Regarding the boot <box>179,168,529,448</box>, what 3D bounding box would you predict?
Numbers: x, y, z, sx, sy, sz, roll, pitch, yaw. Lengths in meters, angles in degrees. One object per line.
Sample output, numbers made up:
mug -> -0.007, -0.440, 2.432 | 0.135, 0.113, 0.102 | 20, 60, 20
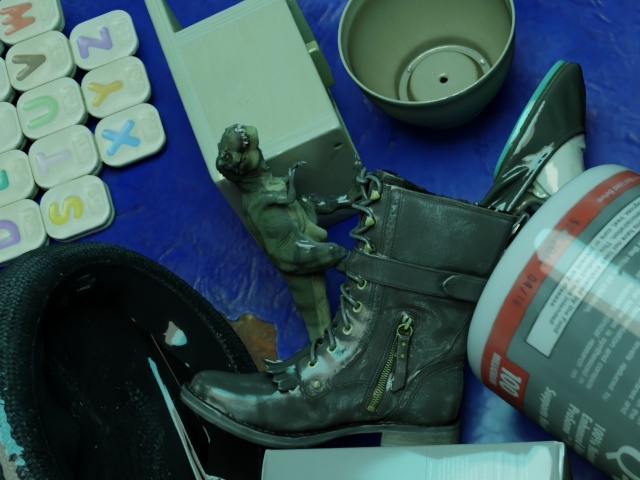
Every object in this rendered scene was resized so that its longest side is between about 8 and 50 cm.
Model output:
boot -> 0.027, 0.053, 1.147 | 0.263, 0.091, 0.229 | 7, 100, -13

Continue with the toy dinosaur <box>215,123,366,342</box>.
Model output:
toy dinosaur -> 0.000, 0.000, 1.203 | 0.118, 0.268, 0.064 | -23, 24, -2

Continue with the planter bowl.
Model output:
planter bowl -> 0.107, -0.170, 1.303 | 0.162, 0.109, 0.162 | -6, 63, 13

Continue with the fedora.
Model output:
fedora -> -0.183, 0.171, 1.176 | 0.152, 0.334, 0.334 | -37, 54, 36

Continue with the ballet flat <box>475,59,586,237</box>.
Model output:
ballet flat -> 0.174, -0.023, 1.229 | 0.096, 0.095, 0.280 | 34, 89, 17

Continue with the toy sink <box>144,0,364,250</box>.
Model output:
toy sink -> -0.052, -0.136, 1.310 | 0.131, 0.153, 0.234 | -25, 59, 4

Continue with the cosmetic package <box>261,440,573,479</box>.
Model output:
cosmetic package -> 0.079, 0.224, 1.110 | 0.238, 0.127, 0.107 | 0, 65, 14

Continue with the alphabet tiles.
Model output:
alphabet tiles -> -0.305, -0.121, 1.428 | 0.278, 0.021, 0.284 | -20, 70, 6

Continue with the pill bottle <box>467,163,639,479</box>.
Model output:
pill bottle -> 0.307, 0.116, 1.044 | 0.363, 0.210, 0.210 | 36, 79, 26
